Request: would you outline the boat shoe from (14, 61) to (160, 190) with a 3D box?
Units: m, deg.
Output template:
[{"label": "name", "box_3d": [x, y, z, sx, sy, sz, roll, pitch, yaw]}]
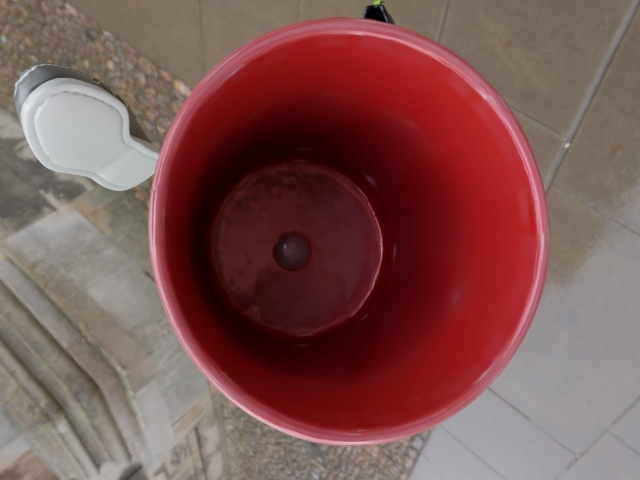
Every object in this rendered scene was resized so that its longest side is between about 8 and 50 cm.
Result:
[{"label": "boat shoe", "box_3d": [-0.277, -0.138, 0.721, 0.091, 0.109, 0.305, 54, 177, 7]}]

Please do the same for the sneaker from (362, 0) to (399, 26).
[{"label": "sneaker", "box_3d": [0.069, -0.280, 0.964, 0.084, 0.234, 0.097, 0, 152, 26]}]

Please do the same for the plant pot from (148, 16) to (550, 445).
[{"label": "plant pot", "box_3d": [0.000, 0.000, 0.498, 0.275, 0.275, 0.243, 54, 166, -5]}]
